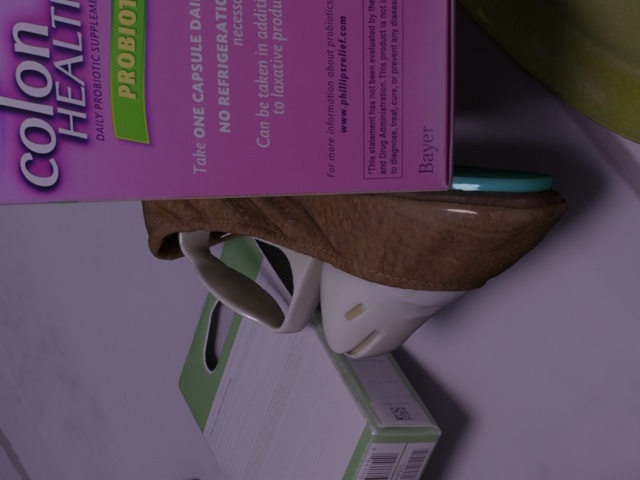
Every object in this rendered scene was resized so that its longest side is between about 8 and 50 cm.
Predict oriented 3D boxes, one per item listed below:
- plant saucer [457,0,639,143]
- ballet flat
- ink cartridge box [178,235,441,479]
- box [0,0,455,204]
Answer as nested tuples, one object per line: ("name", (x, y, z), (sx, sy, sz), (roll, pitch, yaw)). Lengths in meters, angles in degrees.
("plant saucer", (0.117, -0.141, 0.642), (0.241, 0.037, 0.241), (44, 171, 9))
("ballet flat", (0.000, 0.000, 0.815), (0.342, 0.116, 0.124), (13, 99, 44))
("ink cartridge box", (-0.018, 0.112, 0.917), (0.235, 0.056, 0.171), (58, 137, 47))
("box", (-0.067, -0.100, 0.717), (0.213, 0.243, 0.117), (-109, 17, -74))
